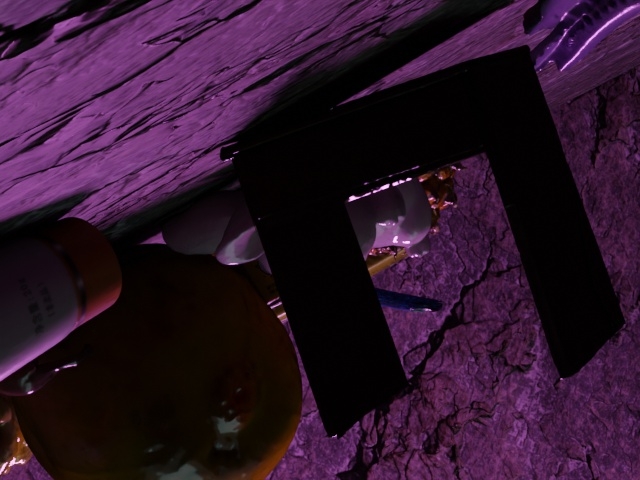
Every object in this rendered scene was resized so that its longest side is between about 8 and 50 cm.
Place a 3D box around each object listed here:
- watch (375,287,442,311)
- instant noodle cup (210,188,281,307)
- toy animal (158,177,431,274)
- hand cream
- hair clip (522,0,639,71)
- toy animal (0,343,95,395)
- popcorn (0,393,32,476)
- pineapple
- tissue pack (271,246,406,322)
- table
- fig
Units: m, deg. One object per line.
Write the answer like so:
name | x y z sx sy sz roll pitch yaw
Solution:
watch | 0.051 0.004 2.020 0.068 0.276 0.274 18 150 -35
instant noodle cup | -0.054 0.001 1.942 0.182 0.144 0.182 -28 179 -1
toy animal | -0.007 -0.033 1.756 0.325 0.154 0.208 -2 -174 -32
hand cream | -0.295 0.072 1.215 0.089 0.140 0.314 -1 -155 44
hair clip | 0.272 -0.226 1.398 0.137 0.090 0.278 -22 180 -27
toy animal | -0.363 0.128 1.643 0.186 0.094 0.214 -40 -155 -32
popcorn | -0.466 0.242 1.952 0.256 0.195 0.255 -27 176 -19
pineapple | 0.122 -0.030 2.127 0.250 0.140 0.164 -50 -145 14
tissue pack | 0.000 0.000 2.341 0.274 0.167 0.200 -29 179 9
table | 0.098 0.000 1.424 0.250 0.282 0.196 -18 -177 25
fig | -0.205 0.170 1.838 0.343 0.343 0.343 -27 178 -1
